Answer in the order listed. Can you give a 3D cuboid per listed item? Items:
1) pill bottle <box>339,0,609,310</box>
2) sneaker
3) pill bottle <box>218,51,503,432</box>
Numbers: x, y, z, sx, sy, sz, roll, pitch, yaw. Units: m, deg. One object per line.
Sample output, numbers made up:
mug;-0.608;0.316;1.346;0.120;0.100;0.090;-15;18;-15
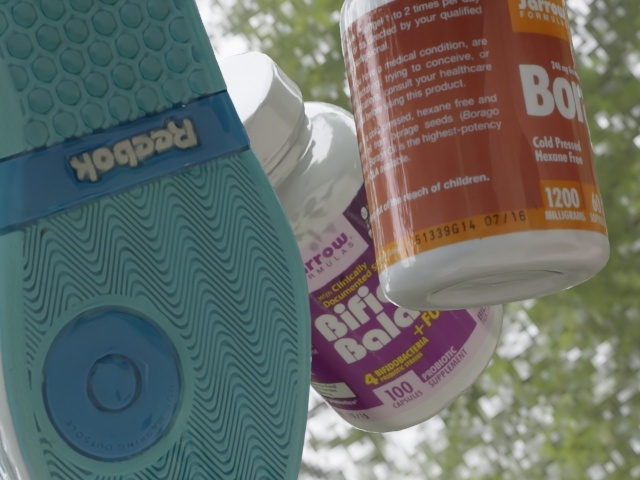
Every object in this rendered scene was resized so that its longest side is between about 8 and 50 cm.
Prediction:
pill bottle;0.076;-0.079;1.048;0.121;0.216;0.121;-8;-12;-2
sneaker;-0.119;-0.012;0.747;0.127;0.319;0.208;-11;-3;-35
pill bottle;0.000;0.000;1.561;0.169;0.169;0.301;-38;-59;7
